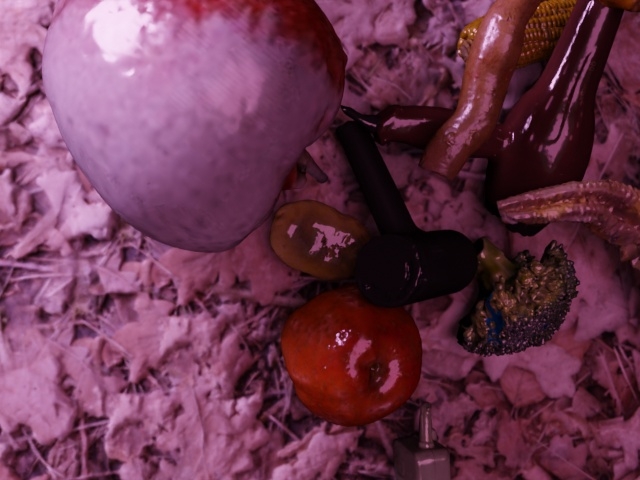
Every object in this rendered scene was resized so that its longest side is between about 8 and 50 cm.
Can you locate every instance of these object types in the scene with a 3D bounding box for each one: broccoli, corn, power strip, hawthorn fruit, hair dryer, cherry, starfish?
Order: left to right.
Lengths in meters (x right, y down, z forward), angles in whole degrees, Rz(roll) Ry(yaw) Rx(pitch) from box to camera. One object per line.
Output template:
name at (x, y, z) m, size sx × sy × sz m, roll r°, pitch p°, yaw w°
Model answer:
cherry at (-0.144, -0.152, 1.210) m, size 0.334 × 0.291 × 0.327 m, roll 7°, pitch 102°, yaw 1°
hawthorn fruit at (0.038, 0.140, 1.329) m, size 0.189 × 0.189 × 0.189 m, roll -1°, pitch 94°, yaw -17°
hair dryer at (0.090, -0.041, 1.354) m, size 0.089 × 0.197 × 0.251 m, roll -30°, pitch 77°, yaw 28°
power strip at (0.136, 0.350, 1.415) m, size 0.053 × 0.093 × 0.288 m, roll -6°, pitch 95°, yaw -14°
hair dryer at (0.193, -0.175, 1.358) m, size 0.340 × 0.123 × 0.313 m, roll 9°, pitch 108°, yaw -18°
broccoli at (0.246, 0.069, 1.425) m, size 0.160 × 0.167 × 0.154 m, roll 47°, pitch 44°, yaw 12°
corn at (0.288, -0.274, 1.430) m, size 0.231 × 0.080 × 0.080 m, roll -18°, pitch 99°, yaw -15°
starfish at (0.479, -0.014, 1.384) m, size 0.383 × 0.132 × 0.398 m, roll -37°, pitch 104°, yaw 9°

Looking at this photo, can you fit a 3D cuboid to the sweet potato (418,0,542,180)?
sweet potato at (0.201, -0.203, 1.290) m, size 0.067 × 0.059 × 0.281 m, roll 22°, pitch 97°, yaw -18°

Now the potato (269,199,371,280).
potato at (0.000, 0.000, 1.361) m, size 0.137 × 0.070 × 0.092 m, roll 23°, pitch 88°, yaw -16°

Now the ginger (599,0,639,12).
ginger at (0.393, -0.409, 1.362) m, size 0.357 × 0.152 × 0.274 m, roll -23°, pitch 58°, yaw -34°
